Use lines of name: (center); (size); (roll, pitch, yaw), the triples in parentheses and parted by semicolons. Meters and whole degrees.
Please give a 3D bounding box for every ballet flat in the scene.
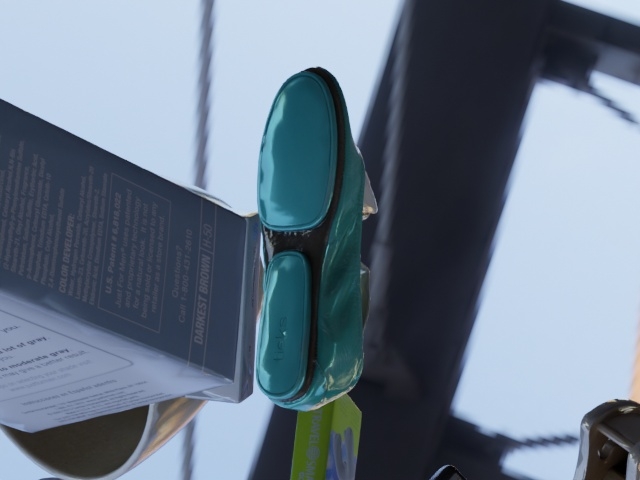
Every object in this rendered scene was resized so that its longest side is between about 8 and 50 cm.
ballet flat: (0.000, 0.000, 1.400); (0.083, 0.247, 0.087); (1, 175, 39)

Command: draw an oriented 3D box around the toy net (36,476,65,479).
toy net: (-0.269, 0.235, 1.560); (0.122, 0.232, 0.045); (56, -159, -19)

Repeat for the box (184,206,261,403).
box: (-0.140, 0.042, 1.471); (0.186, 0.145, 0.038); (5, -171, 14)

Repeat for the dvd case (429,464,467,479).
dvd case: (0.082, 0.319, 1.466); (0.180, 0.022, 0.253); (47, -117, -3)

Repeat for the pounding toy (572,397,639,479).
pounding toy: (0.302, 0.249, 1.731); (0.154, 0.269, 0.155); (37, 178, -43)

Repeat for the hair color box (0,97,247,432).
hair color box: (-0.236, -0.007, 1.054); (0.374, 0.185, 0.114); (26, -122, -42)

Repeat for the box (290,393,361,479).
box: (0.002, 0.241, 1.946); (0.042, 0.109, 0.178); (1, -112, 16)

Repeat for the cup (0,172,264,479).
cup: (-0.198, 0.057, 1.997); (0.331, 0.331, 0.237); (36, -142, 30)
